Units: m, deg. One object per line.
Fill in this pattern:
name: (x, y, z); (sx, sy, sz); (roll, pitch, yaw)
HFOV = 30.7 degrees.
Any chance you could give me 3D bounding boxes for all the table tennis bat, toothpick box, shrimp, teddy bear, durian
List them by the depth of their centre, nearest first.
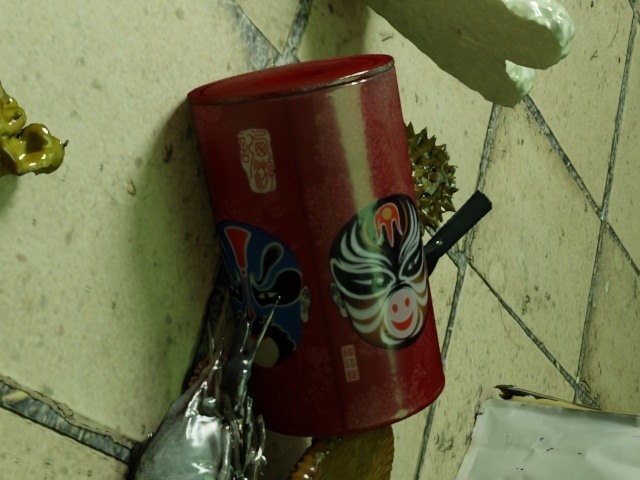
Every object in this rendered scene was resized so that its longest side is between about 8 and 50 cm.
shrimp: (-0.098, 0.212, 1.034); (0.145, 0.116, 0.342); (24, 70, -28)
toothpick box: (0.000, 0.000, 1.143); (0.204, 0.204, 0.333); (-30, 114, -54)
durian: (0.067, -0.066, 1.323); (0.250, 0.138, 0.183); (-33, 126, -46)
teddy bear: (0.180, -0.415, 1.344); (0.362, 0.375, 0.327); (-58, 180, -16)
table tennis bat: (0.109, 0.034, 1.346); (0.236, 0.027, 0.150); (-46, 163, 3)

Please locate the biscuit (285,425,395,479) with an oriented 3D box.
biscuit: (-0.008, 0.307, 1.199); (0.305, 0.038, 0.305); (-47, 149, -40)

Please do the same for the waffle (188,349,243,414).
waffle: (-0.101, 0.149, 1.140); (0.083, 0.029, 0.075); (-55, 136, -47)

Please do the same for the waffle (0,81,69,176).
waffle: (-0.295, -0.013, 0.804); (0.260, 0.069, 0.292); (34, 60, -54)

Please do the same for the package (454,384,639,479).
package: (0.375, 0.305, 1.624); (0.221, 0.311, 0.165); (34, 64, -51)
